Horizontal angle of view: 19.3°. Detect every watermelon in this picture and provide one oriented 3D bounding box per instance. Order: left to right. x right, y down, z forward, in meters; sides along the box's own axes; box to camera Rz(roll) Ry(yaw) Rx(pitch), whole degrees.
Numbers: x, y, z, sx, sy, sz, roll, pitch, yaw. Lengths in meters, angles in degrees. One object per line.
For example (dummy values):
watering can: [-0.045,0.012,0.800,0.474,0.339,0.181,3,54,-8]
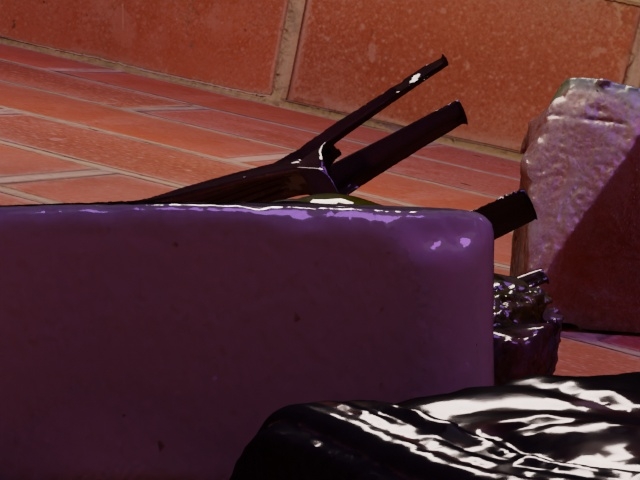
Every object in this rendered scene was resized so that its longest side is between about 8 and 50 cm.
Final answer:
watermelon: [0.316,-0.004,1.908,0.250,0.283,0.293,-3,34,4]

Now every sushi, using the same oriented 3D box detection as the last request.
sushi: [0.091,0.074,1.373,0.161,0.108,0.241,9,8,12]

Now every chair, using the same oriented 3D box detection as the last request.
chair: [0.000,0.000,1.564,0.326,0.183,0.175,-25,-25,1]

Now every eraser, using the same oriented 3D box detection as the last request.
eraser: [-0.080,0.049,1.014,0.331,0.150,0.331,-1,-1,0]

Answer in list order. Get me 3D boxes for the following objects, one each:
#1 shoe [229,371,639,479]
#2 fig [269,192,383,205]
shoe: [0.148,0.151,0.709,0.237,0.171,0.384,0,6,-35]
fig: [0.021,0.054,1.203,0.167,0.167,0.233,5,8,-36]
